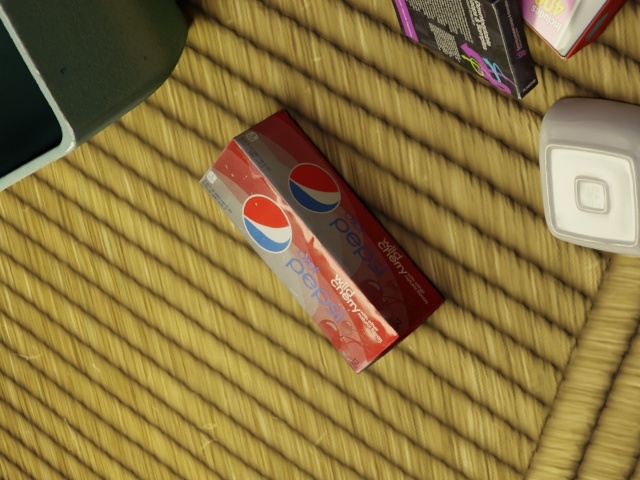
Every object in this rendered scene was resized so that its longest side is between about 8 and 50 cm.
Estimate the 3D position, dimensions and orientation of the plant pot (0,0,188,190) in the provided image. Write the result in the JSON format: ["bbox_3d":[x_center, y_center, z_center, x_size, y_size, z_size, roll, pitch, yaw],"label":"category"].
[{"bbox_3d":[-0.286,-0.212,1.789,0.247,0.252,0.248,-23,98,46],"label":"plant pot"}]

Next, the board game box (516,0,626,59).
[{"bbox_3d":[0.205,-0.338,1.407,0.242,0.064,0.316,46,137,11],"label":"board game box"}]

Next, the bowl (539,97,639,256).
[{"bbox_3d":[0.253,-0.050,1.548,0.142,0.053,0.142,13,121,36],"label":"bowl"}]

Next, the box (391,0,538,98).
[{"bbox_3d":[0.118,-0.202,1.538,0.162,0.029,0.116,37,160,40],"label":"box"}]

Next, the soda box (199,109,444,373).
[{"bbox_3d":[0.000,0.000,1.783,0.263,0.083,0.092,50,138,6],"label":"soda box"}]
